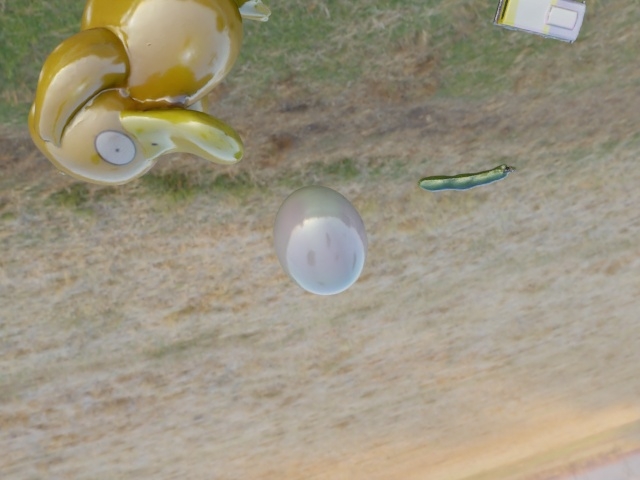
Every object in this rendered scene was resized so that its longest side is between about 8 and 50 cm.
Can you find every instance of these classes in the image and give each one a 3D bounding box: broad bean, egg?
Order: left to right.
[{"bbox_3d":[0.000,0.000,0.830,0.103,0.103,0.135,-19,128,0],"label":"egg"},{"bbox_3d":[0.336,-0.142,1.724,0.226,0.039,0.069,-11,159,24],"label":"broad bean"}]

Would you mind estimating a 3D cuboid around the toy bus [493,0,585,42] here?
[{"bbox_3d":[0.271,-0.278,0.924,0.102,0.052,0.058,13,-165,-3],"label":"toy bus"}]

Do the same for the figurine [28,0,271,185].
[{"bbox_3d":[-0.159,-0.162,0.699,0.215,0.228,0.215,7,173,1],"label":"figurine"}]
